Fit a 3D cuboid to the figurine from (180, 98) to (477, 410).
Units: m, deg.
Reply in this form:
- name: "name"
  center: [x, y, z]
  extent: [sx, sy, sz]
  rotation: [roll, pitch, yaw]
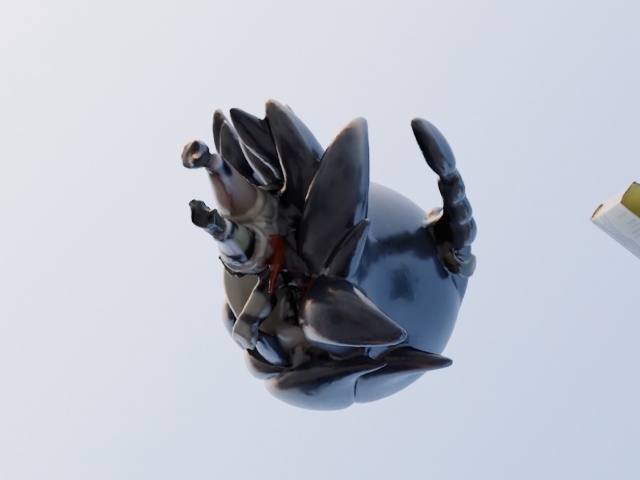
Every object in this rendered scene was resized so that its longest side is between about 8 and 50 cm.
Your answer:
- name: "figurine"
  center: [0.003, 0.013, 1.277]
  extent: [0.265, 0.197, 0.175]
  rotation: [99, 6, -75]

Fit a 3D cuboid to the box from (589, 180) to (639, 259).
- name: "box"
  center: [0.238, 0.021, 1.209]
  extent: [0.020, 0.149, 0.073]
  rotation: [-52, 180, -12]
